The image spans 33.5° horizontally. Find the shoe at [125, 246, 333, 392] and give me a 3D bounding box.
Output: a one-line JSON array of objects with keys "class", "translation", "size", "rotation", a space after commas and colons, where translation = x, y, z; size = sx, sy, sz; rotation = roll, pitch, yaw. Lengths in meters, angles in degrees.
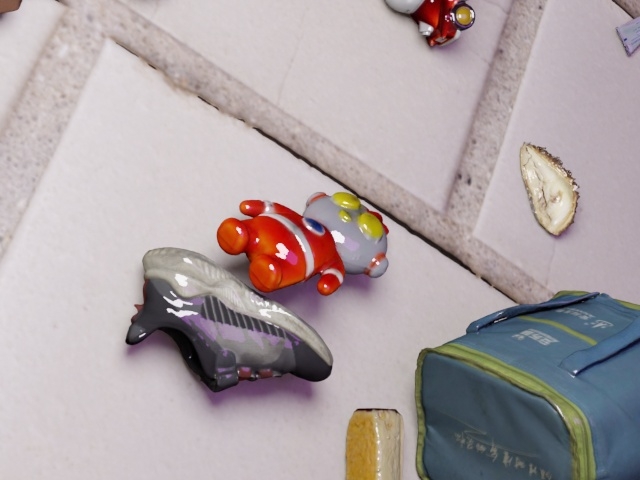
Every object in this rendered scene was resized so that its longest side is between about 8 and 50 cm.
[{"class": "shoe", "translation": [-0.096, 0.099, 1.065], "size": [0.227, 0.099, 0.112], "rotation": [36, 71, -17]}]

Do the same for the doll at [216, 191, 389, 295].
[{"class": "doll", "translation": [0.000, 0.000, 1.126], "size": [0.245, 0.076, 0.142], "rotation": [-13, 54, -48]}]

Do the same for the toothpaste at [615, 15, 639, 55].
[{"class": "toothpaste", "translation": [0.487, -0.323, 1.545], "size": [0.170, 0.028, 0.045], "rotation": [-35, 106, -30]}]

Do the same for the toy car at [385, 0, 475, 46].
[{"class": "toy car", "translation": [0.126, -0.309, 1.282], "size": [0.112, 0.112, 0.139], "rotation": [4, 87, -16]}]

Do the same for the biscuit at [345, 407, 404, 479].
[{"class": "biscuit", "translation": [0.060, 0.276, 1.146], "size": [0.056, 0.052, 0.188], "rotation": [17, 71, -45]}]

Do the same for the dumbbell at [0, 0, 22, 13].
[{"class": "dumbbell", "translation": [-0.249, -0.280, 1.047], "size": [0.231, 0.082, 0.092], "rotation": [-18, 89, -33]}]

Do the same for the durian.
[{"class": "durian", "translation": [0.298, -0.070, 1.380], "size": [0.066, 0.052, 0.130], "rotation": [-18, 86, 5]}]

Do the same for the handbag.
[{"class": "handbag", "translation": [0.263, 0.184, 1.165], "size": [0.241, 0.263, 0.222], "rotation": [-17, 115, -36]}]
